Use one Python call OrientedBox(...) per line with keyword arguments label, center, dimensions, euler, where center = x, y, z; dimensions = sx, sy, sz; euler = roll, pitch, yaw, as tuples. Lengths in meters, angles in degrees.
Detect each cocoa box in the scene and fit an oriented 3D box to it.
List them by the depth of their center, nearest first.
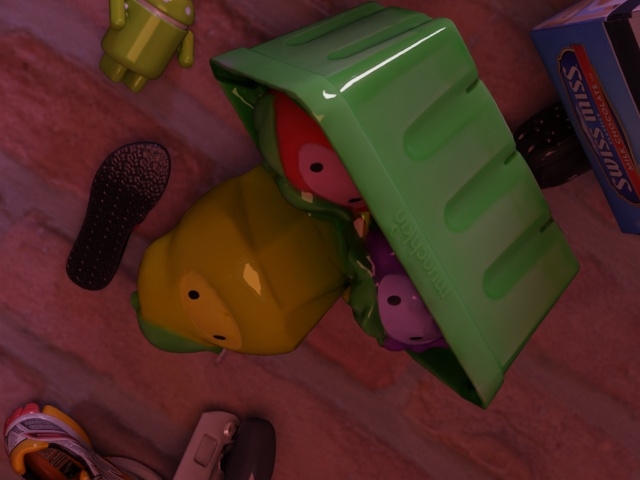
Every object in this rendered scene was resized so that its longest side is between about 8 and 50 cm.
OrientedBox(label="cocoa box", center=(0.415, -0.177, 1.230), dimensions=(0.347, 0.228, 0.231), euler=(-32, 105, -17))

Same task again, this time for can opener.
OrientedBox(label="can opener", center=(-0.130, 0.304, 1.383), dimensions=(0.076, 0.095, 0.283), euler=(37, 65, -34))

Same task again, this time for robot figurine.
OrientedBox(label="robot figurine", center=(-0.166, -0.202, 1.314), dimensions=(0.101, 0.067, 0.115), euler=(26, 102, -38))

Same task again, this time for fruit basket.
OrientedBox(label="fruit basket", center=(0.000, 0.000, 1.273), dimensions=(0.392, 0.283, 0.392), euler=(-7, 108, -23))

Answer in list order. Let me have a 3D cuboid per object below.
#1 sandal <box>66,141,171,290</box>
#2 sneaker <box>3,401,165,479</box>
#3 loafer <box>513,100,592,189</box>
OrientedBox(label="sandal", center=(-0.206, -0.030, 1.376), dimensions=(0.067, 0.040, 0.179), euler=(29, 115, -5))
OrientedBox(label="sneaker", center=(-0.236, 0.264, 1.414), dimensions=(0.225, 0.092, 0.088), euler=(36, 99, -17))
OrientedBox(label="loafer", center=(0.292, -0.124, 1.371), dimensions=(0.223, 0.076, 0.078), euler=(-29, 144, -5))
